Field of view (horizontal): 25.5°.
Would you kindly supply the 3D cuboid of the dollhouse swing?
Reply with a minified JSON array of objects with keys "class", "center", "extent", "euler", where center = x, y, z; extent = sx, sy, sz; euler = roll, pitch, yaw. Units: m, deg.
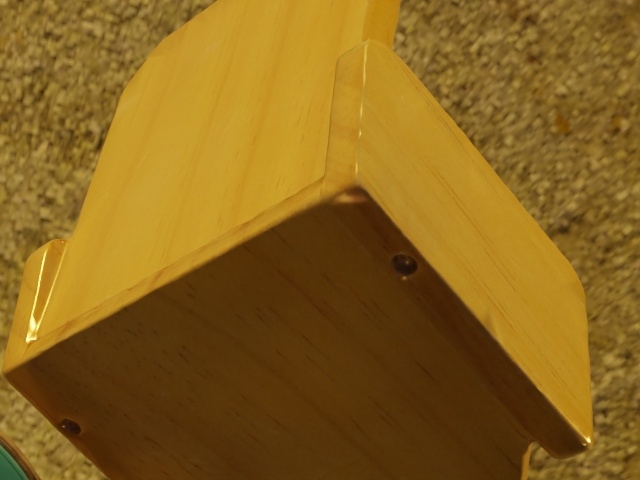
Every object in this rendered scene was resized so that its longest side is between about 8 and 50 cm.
[{"class":"dollhouse swing","center":[0.000,0.000,1.001],"extent":[0.315,0.347,0.305],"euler":[48,40,-17]}]

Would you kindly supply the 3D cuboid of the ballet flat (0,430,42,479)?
[{"class":"ballet flat","center":[-0.199,0.229,0.974],"extent":[0.080,0.073,0.232],"euler":[-26,89,-2]}]
